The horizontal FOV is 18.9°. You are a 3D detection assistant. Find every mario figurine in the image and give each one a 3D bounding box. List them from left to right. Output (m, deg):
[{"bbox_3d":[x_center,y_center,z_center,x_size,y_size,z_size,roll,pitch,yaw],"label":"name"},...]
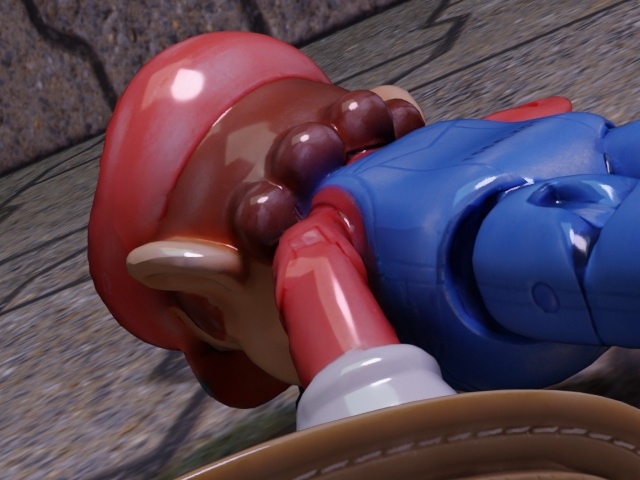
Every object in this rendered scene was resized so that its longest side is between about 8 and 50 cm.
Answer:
[{"bbox_3d":[0.054,0.023,0.614,0.198,0.170,0.320,14,-6,-41],"label":"mario figurine"}]

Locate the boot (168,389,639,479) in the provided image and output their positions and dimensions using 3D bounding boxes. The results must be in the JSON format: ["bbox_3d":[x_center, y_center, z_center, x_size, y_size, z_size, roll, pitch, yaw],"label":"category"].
[{"bbox_3d":[-0.066,0.114,0.427,0.283,0.109,0.220,-35,8,-12],"label":"boot"}]
